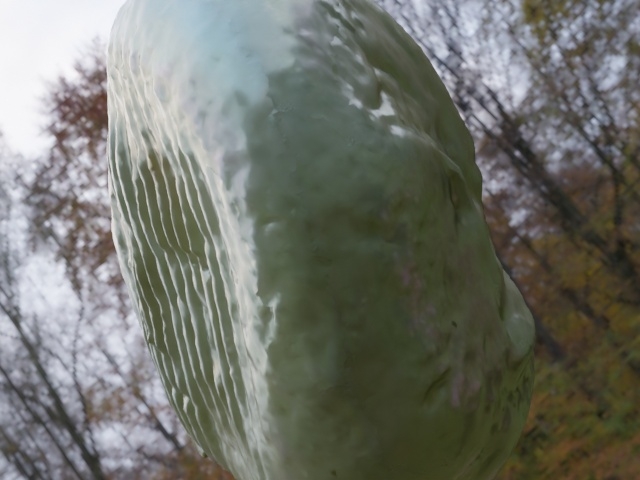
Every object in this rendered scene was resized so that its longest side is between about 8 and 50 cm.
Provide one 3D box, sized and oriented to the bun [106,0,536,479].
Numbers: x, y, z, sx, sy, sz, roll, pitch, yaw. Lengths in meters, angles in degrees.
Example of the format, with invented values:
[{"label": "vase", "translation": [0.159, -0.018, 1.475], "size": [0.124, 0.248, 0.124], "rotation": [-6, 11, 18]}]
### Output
[{"label": "bun", "translation": [0.000, 0.000, 0.700], "size": [0.213, 0.361, 0.361], "rotation": [-19, -31, -23]}]
